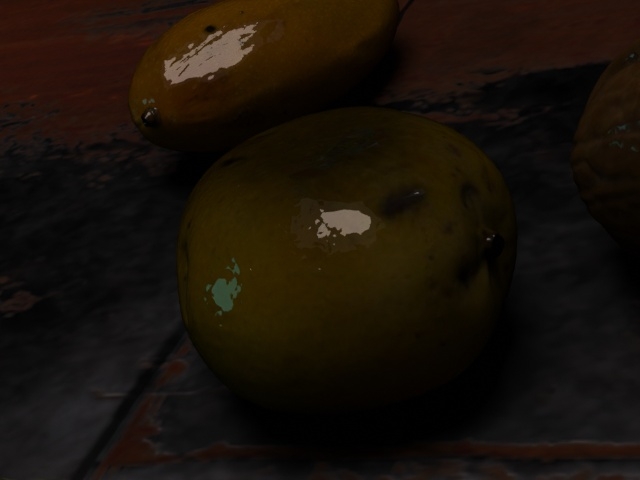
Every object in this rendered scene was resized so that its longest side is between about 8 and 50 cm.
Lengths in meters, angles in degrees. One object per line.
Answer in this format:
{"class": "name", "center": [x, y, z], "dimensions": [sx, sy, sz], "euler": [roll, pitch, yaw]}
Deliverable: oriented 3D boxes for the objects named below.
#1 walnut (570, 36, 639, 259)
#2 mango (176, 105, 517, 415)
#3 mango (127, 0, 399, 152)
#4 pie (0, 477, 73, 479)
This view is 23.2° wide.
{"class": "walnut", "center": [0.153, -0.034, 0.596], "dimensions": [0.124, 0.105, 0.105], "euler": [-11, 25, 45]}
{"class": "mango", "center": [0.000, 0.000, 0.622], "dimensions": [0.137, 0.098, 0.195], "euler": [-31, 26, -16]}
{"class": "mango", "center": [-0.024, -0.100, 0.841], "dimensions": [0.190, 0.075, 0.098], "euler": [-30, 35, -36]}
{"class": "pie", "center": [-0.088, 0.107, 0.396], "dimensions": [0.240, 0.054, 0.240], "euler": [25, 10, -5]}
